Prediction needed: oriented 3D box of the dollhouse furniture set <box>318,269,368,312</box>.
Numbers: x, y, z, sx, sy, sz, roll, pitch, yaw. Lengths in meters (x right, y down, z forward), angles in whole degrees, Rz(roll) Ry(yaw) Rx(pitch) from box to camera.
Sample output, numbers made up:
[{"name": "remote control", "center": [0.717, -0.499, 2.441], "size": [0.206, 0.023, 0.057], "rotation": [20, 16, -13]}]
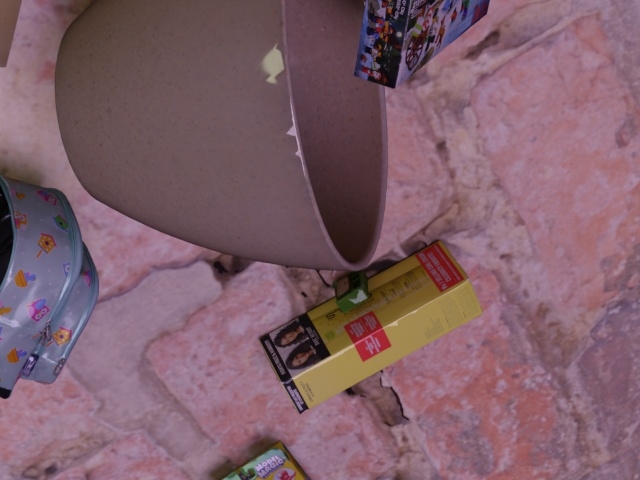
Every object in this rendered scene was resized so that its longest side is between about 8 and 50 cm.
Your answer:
[{"name": "dollhouse furniture set", "center": [0.000, 0.000, 1.602], "size": [0.076, 0.058, 0.151], "rotation": [-33, 109, 10]}]

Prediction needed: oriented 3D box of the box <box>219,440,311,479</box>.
[{"name": "box", "center": [-0.055, 0.312, 1.771], "size": [0.105, 0.043, 0.179], "rotation": [-32, 130, 1]}]

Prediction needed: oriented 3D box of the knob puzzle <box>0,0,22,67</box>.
[{"name": "knob puzzle", "center": [-0.350, -0.242, 1.296], "size": [0.213, 0.030, 0.213], "rotation": [-11, 125, -16]}]

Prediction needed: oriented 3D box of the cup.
[{"name": "cup", "center": [-0.093, -0.127, 1.329], "size": [0.237, 0.331, 0.331], "rotation": [-5, 128, 15]}]

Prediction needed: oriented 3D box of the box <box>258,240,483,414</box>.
[{"name": "box", "center": [0.055, 0.094, 1.646], "size": [0.232, 0.087, 0.058], "rotation": [-27, 128, -2]}]

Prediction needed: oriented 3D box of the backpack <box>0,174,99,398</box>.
[{"name": "backpack", "center": [-0.292, 0.037, 1.416], "size": [0.144, 0.166, 0.188], "rotation": [10, 121, -30]}]

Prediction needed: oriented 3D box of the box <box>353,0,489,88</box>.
[{"name": "box", "center": [0.108, -0.252, 1.374], "size": [0.233, 0.044, 0.159], "rotation": [-43, 149, -53]}]
